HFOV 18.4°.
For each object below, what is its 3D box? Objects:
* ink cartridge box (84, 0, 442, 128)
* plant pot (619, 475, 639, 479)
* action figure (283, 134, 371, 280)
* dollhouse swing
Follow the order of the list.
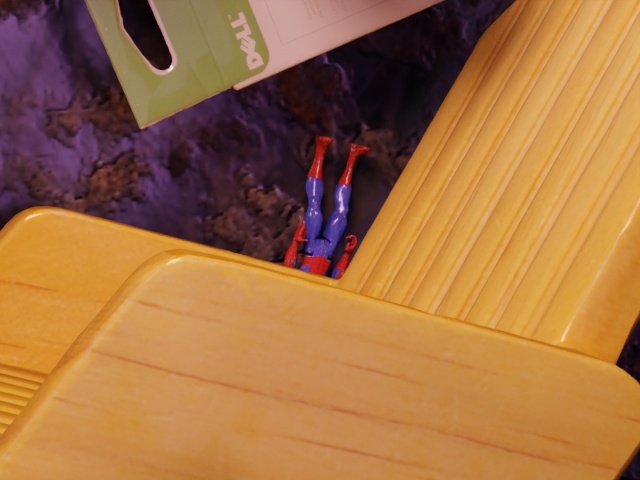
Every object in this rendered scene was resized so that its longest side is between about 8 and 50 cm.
[{"bbox_3d":[-0.032,-0.149,1.069,0.209,0.062,0.109,-25,102,-16],"label":"ink cartridge box"},{"bbox_3d":[0.161,0.259,1.089,0.236,0.236,0.212,43,73,-18],"label":"plant pot"},{"bbox_3d":[0.000,0.000,1.112,0.038,0.030,0.115,12,93,-23],"label":"action figure"},{"bbox_3d":[-0.011,-0.022,0.910,0.315,0.347,0.305,16,91,-17],"label":"dollhouse swing"}]
